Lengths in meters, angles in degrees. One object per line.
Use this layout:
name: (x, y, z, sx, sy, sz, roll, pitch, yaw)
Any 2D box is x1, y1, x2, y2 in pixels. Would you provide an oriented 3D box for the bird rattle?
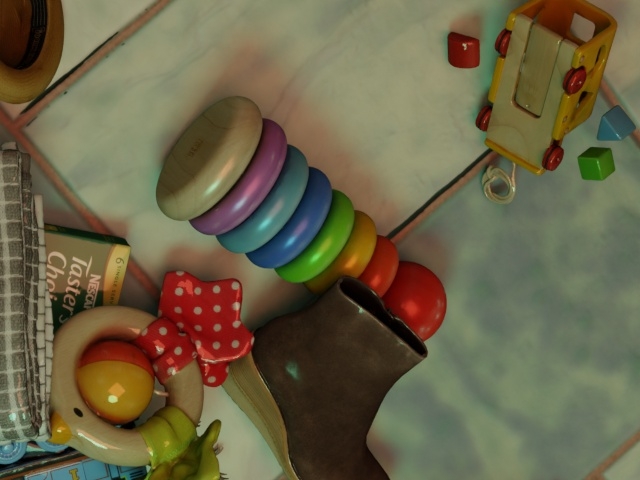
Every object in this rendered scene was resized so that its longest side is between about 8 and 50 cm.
bird rattle: (-0.167, 0.135, 1.743, 0.207, 0.143, 0.253, 17, 64, -24)

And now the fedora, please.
fedora: (-0.317, -0.218, 1.691, 0.079, 0.194, 0.194, -9, 107, 26)

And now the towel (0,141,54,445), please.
towel: (-0.369, 0.051, 1.646, 0.235, 0.121, 0.283, -6, 80, 5)

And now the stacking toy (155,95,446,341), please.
stacking toy: (0.000, 0.000, 1.821, 0.330, 0.141, 0.141, 36, 89, -23)

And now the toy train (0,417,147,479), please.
toy train: (-0.263, 0.209, 1.811, 0.184, 0.080, 0.105, -15, 110, -13)

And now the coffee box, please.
coffee box: (-0.287, 0.037, 1.787, 0.184, 0.040, 0.113, 13, 97, -18)

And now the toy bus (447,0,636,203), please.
toy bus: (0.237, -0.156, 1.864, 0.104, 0.202, 0.191, -34, 103, -39)

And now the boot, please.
boot: (0.035, 0.167, 1.831, 0.248, 0.090, 0.207, 45, 127, -13)

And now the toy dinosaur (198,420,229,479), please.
toy dinosaur: (-0.132, 0.229, 1.883, 0.090, 0.047, 0.082, 2, 112, 17)
